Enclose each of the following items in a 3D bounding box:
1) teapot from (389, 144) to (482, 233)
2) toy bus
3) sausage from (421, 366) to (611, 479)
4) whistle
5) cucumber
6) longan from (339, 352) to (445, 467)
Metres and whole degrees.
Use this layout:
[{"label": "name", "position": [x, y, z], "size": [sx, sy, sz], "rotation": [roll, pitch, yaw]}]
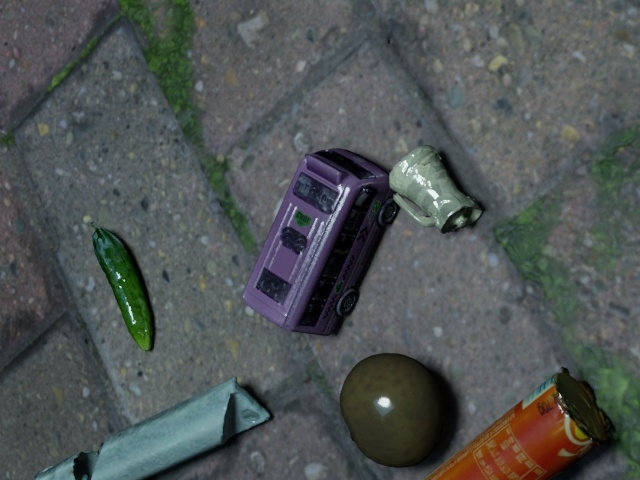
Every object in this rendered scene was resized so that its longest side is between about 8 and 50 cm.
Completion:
[{"label": "teapot", "position": [0.107, -0.042, 1.172], "size": [0.083, 0.067, 0.057], "rotation": [47, 156, 21]}, {"label": "toy bus", "position": [0.000, 0.000, 1.216], "size": [0.087, 0.098, 0.178], "rotation": [31, 103, 33]}, {"label": "sausage", "position": [0.141, 0.220, 1.116], "size": [0.264, 0.083, 0.083], "rotation": [-44, 63, 25]}, {"label": "whistle", "position": [-0.188, 0.226, 1.346], "size": [0.312, 0.062, 0.062], "rotation": [-27, 71, 29]}, {"label": "cucumber", "position": [-0.221, 0.045, 1.401], "size": [0.039, 0.039, 0.168], "rotation": [-34, 71, 27]}, {"label": "longan", "position": [0.065, 0.159, 1.161], "size": [0.113, 0.092, 0.113], "rotation": [14, 116, 32]}]
